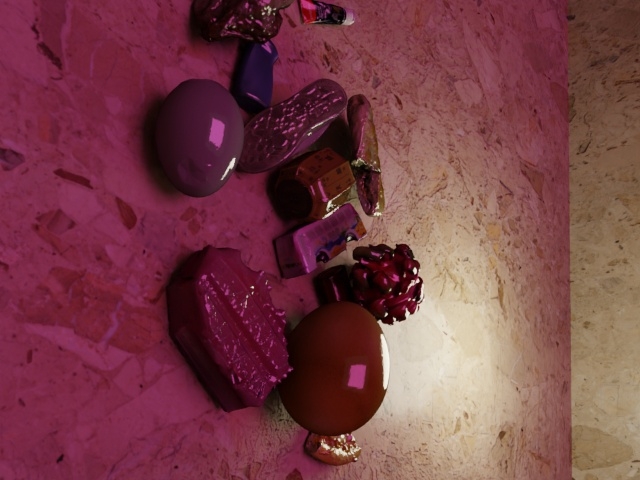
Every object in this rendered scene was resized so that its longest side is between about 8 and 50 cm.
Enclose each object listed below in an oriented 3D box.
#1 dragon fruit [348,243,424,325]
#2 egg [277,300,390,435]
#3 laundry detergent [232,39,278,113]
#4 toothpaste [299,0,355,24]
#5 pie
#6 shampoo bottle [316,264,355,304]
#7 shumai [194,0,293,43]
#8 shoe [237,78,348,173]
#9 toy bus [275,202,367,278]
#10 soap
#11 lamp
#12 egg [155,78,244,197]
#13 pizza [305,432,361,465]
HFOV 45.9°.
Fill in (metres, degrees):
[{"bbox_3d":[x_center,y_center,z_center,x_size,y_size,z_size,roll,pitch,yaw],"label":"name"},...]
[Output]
[{"bbox_3d":[0.165,0.109,1.879,0.218,0.198,0.273,-54,167,4],"label":"dragon fruit"},{"bbox_3d":[0.033,0.282,1.707,0.250,0.250,0.322,49,42,-36],"label":"egg"},{"bbox_3d":[-0.148,-0.402,1.757,0.097,0.061,0.206,23,64,-35],"label":"laundry detergent"},{"bbox_3d":[0.015,-0.605,2.025,0.194,0.045,0.071,-7,89,-47],"label":"toothpaste"},{"bbox_3d":[0.115,-0.228,1.950,0.337,0.075,0.337,-8,90,-83],"label":"pie"},{"bbox_3d":[0.062,0.199,1.913,0.102,0.064,0.260,-35,112,-59],"label":"shampoo bottle"},{"bbox_3d":[-0.164,-0.541,1.650,0.218,0.184,0.185,-9,128,-36],"label":"shumai"},{"bbox_3d":[-0.078,-0.252,1.784,0.316,0.159,0.124,-36,87,-17],"label":"shoe"},{"bbox_3d":[0.000,0.000,1.851,0.274,0.090,0.112,-31,102,-50],"label":"toy bus"},{"bbox_3d":[-0.187,0.169,1.542,0.220,0.127,0.324,-52,123,-44],"label":"soap"},{"bbox_3d":[-0.014,-0.132,1.806,0.185,0.161,0.161,-40,115,-47],"label":"lamp"},{"bbox_3d":[-0.241,-0.200,1.502,0.176,0.176,0.231,17,76,-50],"label":"egg"},{"bbox_3d":[0.044,0.470,1.844,0.182,0.063,0.161,38,49,-40],"label":"pizza"}]
